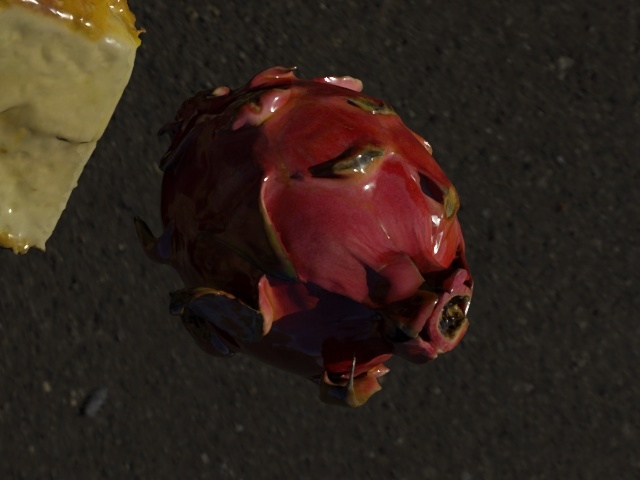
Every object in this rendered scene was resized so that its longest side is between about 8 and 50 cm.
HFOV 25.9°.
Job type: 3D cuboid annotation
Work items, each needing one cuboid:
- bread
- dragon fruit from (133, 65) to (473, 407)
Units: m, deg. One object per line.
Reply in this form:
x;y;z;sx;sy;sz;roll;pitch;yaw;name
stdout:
-0.303;-0.151;0.948;0.279;0.279;0.207;18;110;-36;bread
0.000;0.000;0.590;0.136;0.166;0.133;-53;143;-4;dragon fruit
